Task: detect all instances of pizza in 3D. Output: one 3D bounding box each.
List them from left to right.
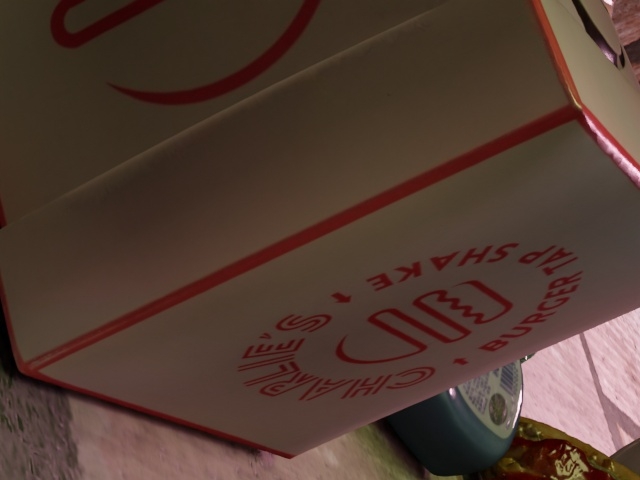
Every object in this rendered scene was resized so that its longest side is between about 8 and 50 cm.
[{"bbox_3d":[0.188,0.217,1.414,0.199,0.188,0.062,-46,154,-53],"label":"pizza"}]

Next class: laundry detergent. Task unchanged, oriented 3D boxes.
[{"bbox_3d":[0.053,0.056,1.282,0.290,0.094,0.143,48,42,-38],"label":"laundry detergent"}]

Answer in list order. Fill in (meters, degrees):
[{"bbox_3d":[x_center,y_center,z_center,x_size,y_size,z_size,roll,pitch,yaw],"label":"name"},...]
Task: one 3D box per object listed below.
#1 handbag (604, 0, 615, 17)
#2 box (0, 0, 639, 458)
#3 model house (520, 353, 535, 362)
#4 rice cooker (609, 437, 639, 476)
[{"bbox_3d":[0.095,-0.255,1.554,0.302,0.283,0.149,14,85,-35],"label":"handbag"},{"bbox_3d":[0.007,-0.084,0.948,0.314,0.312,0.300,31,39,-60],"label":"box"},{"bbox_3d":[0.266,-0.050,1.645,0.267,0.325,0.194,67,19,3],"label":"model house"},{"bbox_3d":[0.400,0.313,1.573,0.325,0.335,0.335,63,18,-10],"label":"rice cooker"}]
